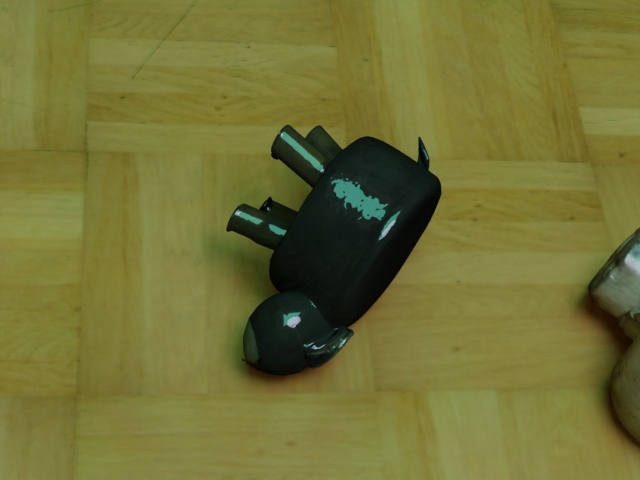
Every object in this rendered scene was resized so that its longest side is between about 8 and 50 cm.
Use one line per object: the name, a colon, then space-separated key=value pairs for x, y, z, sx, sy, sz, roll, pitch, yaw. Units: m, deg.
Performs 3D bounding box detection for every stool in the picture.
stool: x=0.000 y=-0.004 z=0.958 sx=0.139 sy=0.153 sz=0.228 roll=33 pitch=58 yaw=11

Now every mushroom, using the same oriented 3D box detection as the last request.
mushroom: x=0.346 y=0.048 z=0.967 sx=0.195 sy=0.189 sz=0.253 roll=36 pitch=56 yaw=10
